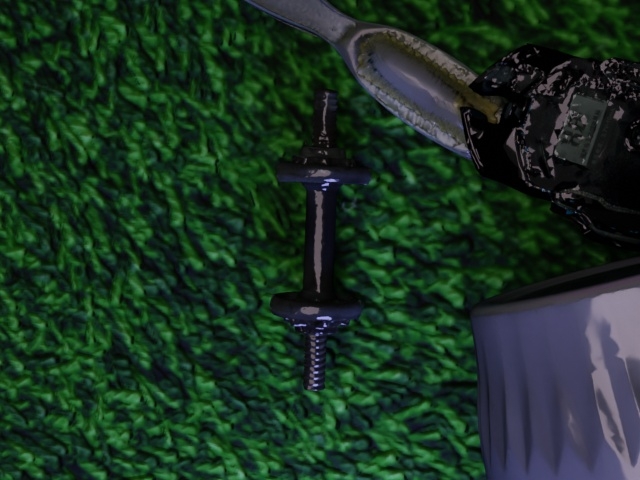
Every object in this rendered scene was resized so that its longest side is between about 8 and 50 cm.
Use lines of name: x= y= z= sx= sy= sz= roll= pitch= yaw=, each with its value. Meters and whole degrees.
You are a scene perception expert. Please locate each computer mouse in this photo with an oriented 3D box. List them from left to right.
computer mouse: x=0.225 y=-0.073 z=0.738 sx=0.242 sy=0.077 sz=0.146 roll=20 pitch=95 yaw=0

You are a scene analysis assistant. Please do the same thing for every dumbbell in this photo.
dumbbell: x=0.000 y=0.000 z=0.796 sx=0.082 sy=0.081 sz=0.254 roll=3 pitch=94 yaw=12

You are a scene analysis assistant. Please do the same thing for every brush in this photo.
brush: x=0.036 y=-0.160 z=0.788 sx=0.297 sy=0.060 sz=0.068 roll=35 pitch=102 yaw=8

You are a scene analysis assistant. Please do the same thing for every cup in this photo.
cup: x=0.250 y=0.201 z=0.667 sx=0.253 sy=0.253 sz=0.371 roll=-15 pitch=89 yaw=13
